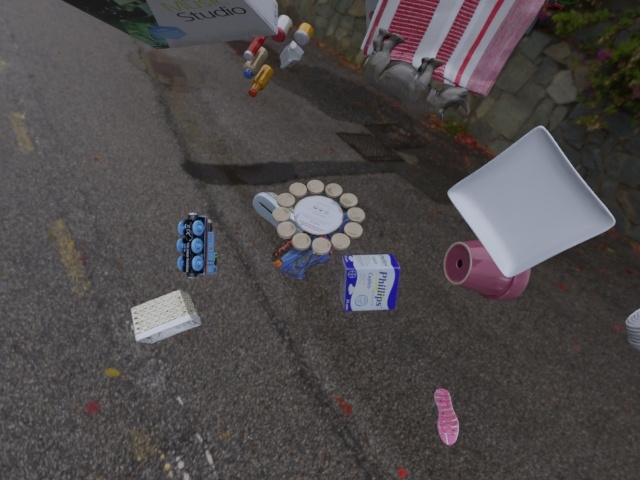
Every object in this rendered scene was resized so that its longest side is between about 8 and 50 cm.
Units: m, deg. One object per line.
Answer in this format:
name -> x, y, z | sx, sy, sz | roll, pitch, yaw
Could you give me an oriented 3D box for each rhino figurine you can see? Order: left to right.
rhino figurine -> 0.196, -0.317, 0.845 | 0.243, 0.106, 0.073 | 31, 19, -3

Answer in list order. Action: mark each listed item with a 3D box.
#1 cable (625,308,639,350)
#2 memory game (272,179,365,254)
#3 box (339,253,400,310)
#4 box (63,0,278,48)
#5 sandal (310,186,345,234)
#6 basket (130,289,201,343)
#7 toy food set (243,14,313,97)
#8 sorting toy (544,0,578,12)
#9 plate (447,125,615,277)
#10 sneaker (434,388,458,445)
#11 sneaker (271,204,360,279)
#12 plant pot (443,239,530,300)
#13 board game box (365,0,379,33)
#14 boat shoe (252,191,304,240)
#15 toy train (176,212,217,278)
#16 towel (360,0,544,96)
cable -> 0.866, 0.192, 0.989 | 0.257, 0.257, 0.089 | -15, 80, -38
memory game -> -0.003, -0.049, 0.830 | 0.186, 0.012, 0.186 | 3, 55, -5
box -> 0.124, 0.108, 1.072 | 0.137, 0.126, 0.072 | -2, 25, -8
box -> -0.218, -0.341, 0.556 | 0.233, 0.058, 0.322 | 0, 5, 15
sandal -> 0.048, -0.123, 1.945 | 0.168, 0.106, 0.445 | -2, 33, -9
basket -> -0.458, 0.226, 1.245 | 0.167, 0.113, 0.103 | -20, 73, -5
toy food set -> -0.125, -0.467, 1.064 | 0.111, 0.232, 0.104 | 38, 60, -29
sorting toy -> 0.627, -0.638, 1.094 | 0.061, 0.042, 0.102 | 11, 4, -12
plate -> 0.499, -0.086, 1.025 | 0.045, 0.277, 0.277 | -21, 75, -50
sneaker -> 0.388, 0.550, 1.293 | 0.063, 0.074, 0.170 | -10, 40, 10
sneaker -> 0.000, 0.000, 0.909 | 0.087, 0.221, 0.083 | 54, -3, -24
plant pot -> 0.482, 0.076, 1.257 | 0.180, 0.201, 0.201 | 7, 39, -19
board game box -> 0.240, -0.680, 1.078 | 0.098, 0.303, 0.224 | 38, -2, 11
boat shoe -> -0.103, -0.067, 1.479 | 0.302, 0.109, 0.094 | 45, 34, 2
toy train -> -0.346, 0.015, 1.185 | 0.080, 0.184, 0.105 | 0, -1, 25
towel -> 0.274, -0.450, 0.865 | 0.329, 0.237, 0.037 | 9, 38, -19
